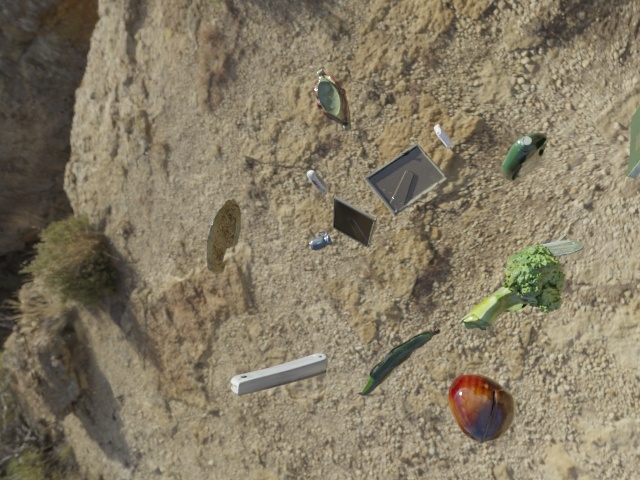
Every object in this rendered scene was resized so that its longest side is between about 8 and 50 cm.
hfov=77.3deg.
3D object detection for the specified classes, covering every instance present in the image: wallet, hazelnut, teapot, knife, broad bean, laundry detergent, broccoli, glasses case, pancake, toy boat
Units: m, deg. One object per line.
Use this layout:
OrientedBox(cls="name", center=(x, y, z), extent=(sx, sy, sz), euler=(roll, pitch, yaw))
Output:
OrientedBox(cls="wallet", center=(0.544, -0.464, 1.775), extent=(0.033, 0.190, 0.095), euler=(-37, 100, 23))
OrientedBox(cls="hazelnut", center=(0.529, 0.561, 1.338), extent=(0.229, 0.229, 0.229), euler=(10, 107, 37))
OrientedBox(cls="teapot", center=(0.002, 0.003, 1.601), extent=(0.083, 0.049, 0.063), euler=(-18, 48, 14))
OrientedBox(cls="knife", center=(-0.094, 0.324, 0.982), extent=(0.073, 0.266, 0.040), euler=(11, 101, 51))
OrientedBox(cls="broad bean", center=(0.209, 0.332, 1.116), extent=(0.297, 0.060, 0.043), euler=(-45, 29, 9))
OrientedBox(cls="laundry detergent", center=(0.554, -0.237, 1.077), extent=(0.137, 0.211, 0.063), euler=(-39, 68, 11))
OrientedBox(cls="broccoli", center=(0.587, 0.149, 1.146), extent=(0.186, 0.302, 0.254), euler=(38, 148, 23))
OrientedBox(cls="glasses case", center=(-0.007, -0.167, 1.144), extent=(0.032, 0.021, 0.083), euler=(2, 144, 46))
OrientedBox(cls="pancake", center=(-0.279, -0.014, 1.159), extent=(0.029, 0.235, 0.212), euler=(12, 144, 5))
OrientedBox(cls="toy boat", center=(0.033, -0.388, 1.100), extent=(0.089, 0.071, 0.185), euler=(-25, 93, 21))

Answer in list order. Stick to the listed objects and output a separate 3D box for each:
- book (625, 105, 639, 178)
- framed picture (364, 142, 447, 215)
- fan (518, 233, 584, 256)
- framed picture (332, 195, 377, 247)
OrientedBox(cls="book", center=(0.968, -0.373, 1.138), extent=(0.043, 0.371, 0.260), euler=(24, 142, 20))
OrientedBox(cls="framed picture", center=(0.351, -0.254, 1.644), extent=(0.281, 0.019, 0.209), euler=(-33, 75, -6))
OrientedBox(cls="fan", center=(0.841, 0.030, 1.501), extent=(0.223, 0.294, 0.012), euler=(-17, 94, 19))
OrientedBox(cls="framed picture", center=(0.161, -0.083, 1.973), extent=(0.232, 0.024, 0.315), euler=(31, 158, 13))
